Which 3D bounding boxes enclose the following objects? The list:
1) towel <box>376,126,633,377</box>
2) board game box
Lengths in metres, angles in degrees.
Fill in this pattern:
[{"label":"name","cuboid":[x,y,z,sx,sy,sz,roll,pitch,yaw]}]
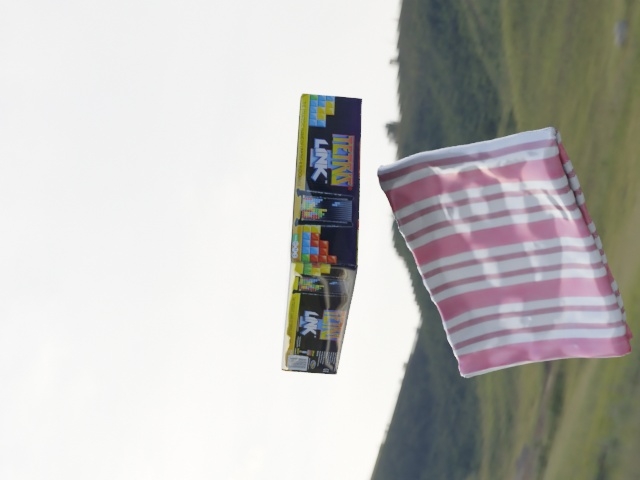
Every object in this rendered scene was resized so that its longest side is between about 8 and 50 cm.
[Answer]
[{"label":"towel","cuboid":[0.139,0.015,0.822,0.197,0.144,0.029,64,-149,-22]},{"label":"board game box","cuboid":[0.000,0.000,0.798,0.170,0.048,0.141,98,177,-59]}]
